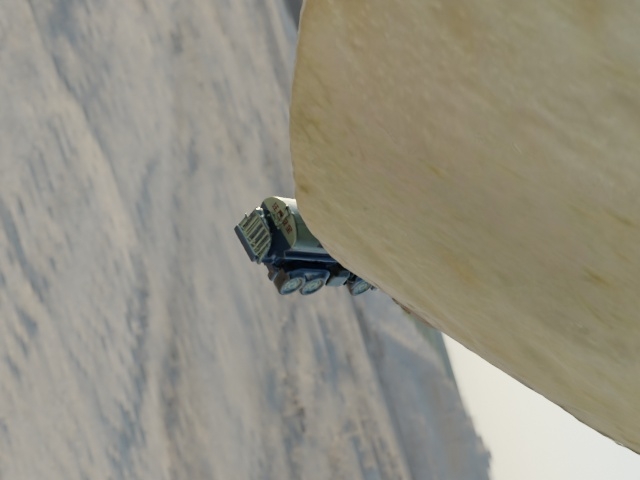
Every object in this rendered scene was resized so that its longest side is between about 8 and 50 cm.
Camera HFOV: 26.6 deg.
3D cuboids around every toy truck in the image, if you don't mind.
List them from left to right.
[{"bbox_3d":[0.000,0.000,1.339,0.201,0.088,0.074,6,43,-48],"label":"toy truck"}]

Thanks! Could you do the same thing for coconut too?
[{"bbox_3d":[0.125,-0.080,0.451,0.329,0.328,0.329,-17,90,-86],"label":"coconut"}]

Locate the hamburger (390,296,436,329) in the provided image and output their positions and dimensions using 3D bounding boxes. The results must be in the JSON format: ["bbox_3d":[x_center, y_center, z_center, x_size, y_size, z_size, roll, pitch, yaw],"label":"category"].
[{"bbox_3d":[0.093,-0.035,1.198,0.243,0.146,0.286,61,10,-18],"label":"hamburger"}]
